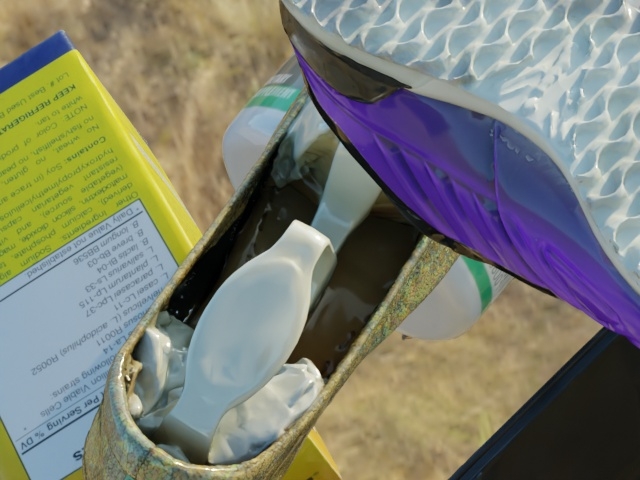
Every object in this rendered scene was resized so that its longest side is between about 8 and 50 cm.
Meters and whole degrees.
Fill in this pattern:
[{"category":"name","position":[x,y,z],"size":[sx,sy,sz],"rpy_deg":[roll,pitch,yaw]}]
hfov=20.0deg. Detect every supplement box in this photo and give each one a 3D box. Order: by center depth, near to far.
[{"category":"supplement box","position":[-0.166,0.059,1.351],"size":[0.194,0.195,0.356],"rpy_deg":[-32,59,0]}]

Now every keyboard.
[{"category":"keyboard","position":[0.149,0.209,1.261],"size":[0.317,0.201,0.033],"rpy_deg":[-44,32,-2]}]

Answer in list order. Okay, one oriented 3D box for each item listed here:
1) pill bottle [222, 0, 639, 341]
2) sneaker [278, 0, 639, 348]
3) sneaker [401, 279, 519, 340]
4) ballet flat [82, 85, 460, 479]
[{"category":"pill bottle","position":[0.120,-0.127,1.206],"size":[0.204,0.204,0.361],"rpy_deg":[27,67,36]},{"category":"sneaker","position":[0.102,-0.025,0.743],"size":[0.293,0.146,0.102],"rpy_deg":[42,70,18]},{"category":"sneaker","position":[0.135,0.009,1.678],"size":[0.180,0.321,0.125],"rpy_deg":[-31,76,-19]},{"category":"ballet flat","position":[0.000,0.000,0.900],"size":[0.123,0.123,0.348],"rpy_deg":[17,59,31]}]
